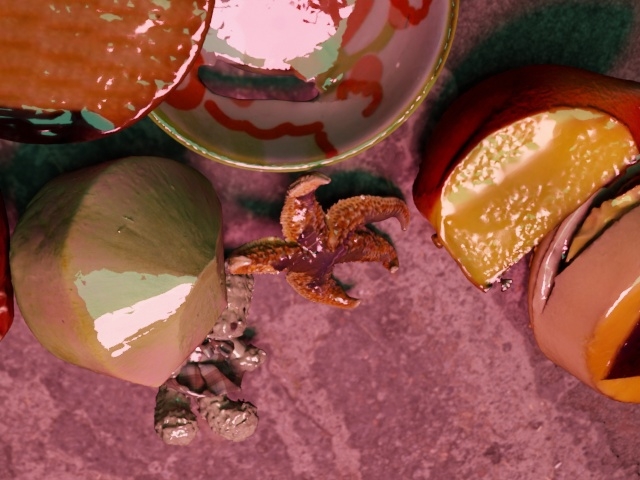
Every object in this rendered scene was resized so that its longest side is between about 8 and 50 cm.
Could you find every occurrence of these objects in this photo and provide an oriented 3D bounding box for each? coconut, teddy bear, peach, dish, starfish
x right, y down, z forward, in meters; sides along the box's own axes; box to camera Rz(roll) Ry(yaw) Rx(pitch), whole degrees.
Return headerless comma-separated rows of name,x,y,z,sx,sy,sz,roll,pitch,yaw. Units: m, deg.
coconut,-0.183,0.024,0.999,0.236,0.236,0.204,-41,127,7
teddy bear,-0.125,0.115,1.143,0.133,0.111,0.213,11,87,-40
peach,0.208,-0.101,1.079,0.154,0.159,0.267,37,112,-25
dish,-0.038,-0.235,0.986,0.324,0.124,0.324,-3,119,-5
starfish,-0.002,-0.001,1.099,0.238,0.071,0.216,-20,135,-35

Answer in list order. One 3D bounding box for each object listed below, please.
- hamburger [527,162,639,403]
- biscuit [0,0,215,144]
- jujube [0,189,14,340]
hamburger,0.366,0.036,1.160,0.300,0.176,0.300,-17,132,-19
biscuit,-0.245,-0.229,0.876,0.318,0.040,0.318,-2,118,-3
jujube,-0.377,0.000,0.978,0.190,0.190,0.255,-12,126,-8
